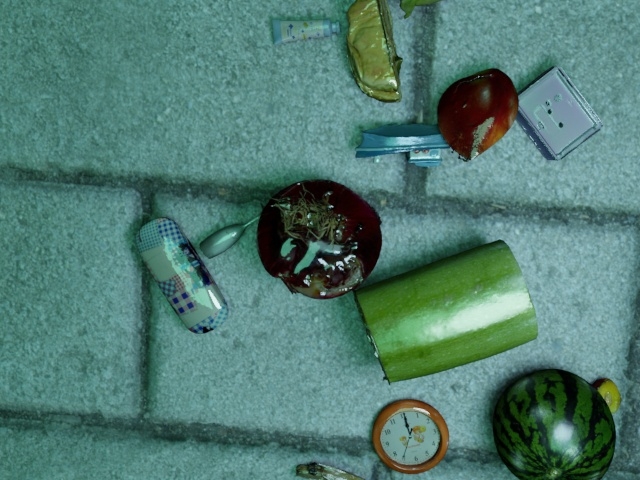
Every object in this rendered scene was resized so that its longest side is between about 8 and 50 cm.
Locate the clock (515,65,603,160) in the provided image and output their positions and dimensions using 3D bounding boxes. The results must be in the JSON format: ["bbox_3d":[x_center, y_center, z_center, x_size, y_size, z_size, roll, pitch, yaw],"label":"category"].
[{"bbox_3d":[0.575,-0.312,1.409,0.145,0.073,0.193,-38,94,6],"label":"clock"}]

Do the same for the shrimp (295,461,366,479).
[{"bbox_3d":[0.039,0.696,1.556,0.253,0.058,0.173,19,105,-1],"label":"shrimp"}]

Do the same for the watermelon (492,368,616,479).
[{"bbox_3d":[0.569,0.466,1.398,0.285,0.285,0.285,0,96,2],"label":"watermelon"}]

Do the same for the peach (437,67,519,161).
[{"bbox_3d":[0.367,-0.315,1.355,0.189,0.068,0.279,4,62,23],"label":"peach"}]

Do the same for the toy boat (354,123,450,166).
[{"bbox_3d":[0.203,-0.232,1.425,0.238,0.109,0.098,-2,121,-2],"label":"toy boat"}]

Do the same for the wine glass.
[{"bbox_3d":[-0.219,-0.021,1.483,0.198,0.066,0.066,-32,94,7],"label":"wine glass"}]

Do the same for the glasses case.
[{"bbox_3d":[-0.362,0.093,1.492,0.125,0.076,0.327,-31,94,4],"label":"glasses case"}]

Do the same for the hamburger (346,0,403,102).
[{"bbox_3d":[0.131,-0.461,1.398,0.131,0.124,0.262,-11,91,22],"label":"hamburger"}]

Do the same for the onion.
[{"bbox_3d":[0.000,0.000,1.399,0.314,0.232,0.314,1,68,-3],"label":"onion"}]

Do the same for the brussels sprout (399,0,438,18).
[{"bbox_3d":[0.226,-0.671,1.305,0.294,0.227,0.259,-42,118,-20],"label":"brussels sprout"}]

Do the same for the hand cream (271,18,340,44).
[{"bbox_3d":[-0.036,-0.527,1.427,0.171,0.043,0.065,-2,99,5],"label":"hand cream"}]

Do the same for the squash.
[{"bbox_3d":[0.292,0.180,1.381,0.384,0.263,0.263,-19,95,4],"label":"squash"}]

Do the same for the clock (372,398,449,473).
[{"bbox_3d":[0.240,0.523,1.525,0.205,0.051,0.205,0,97,4],"label":"clock"}]

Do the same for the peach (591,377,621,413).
[{"bbox_3d":[0.727,0.405,1.483,0.098,0.061,0.098,4,80,-24],"label":"peach"}]
